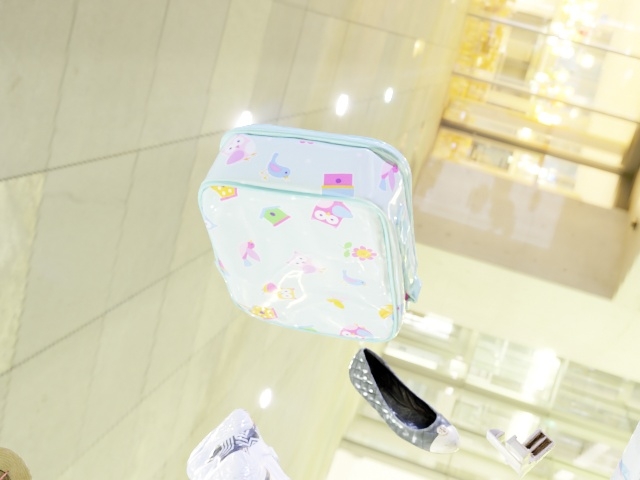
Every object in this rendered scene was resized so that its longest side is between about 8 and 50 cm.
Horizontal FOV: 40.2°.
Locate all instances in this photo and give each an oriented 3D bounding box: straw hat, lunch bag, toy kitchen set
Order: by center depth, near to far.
[{"bbox_3d":[0.000,0.000,0.967,0.279,0.224,0.108,78,22,-53],"label":"lunch bag"},{"bbox_3d":[0.294,0.287,1.279,0.075,0.068,0.083,-37,148,-15],"label":"toy kitchen set"},{"bbox_3d":[-0.606,0.455,1.623,0.061,0.144,0.144,-33,-145,66],"label":"straw hat"}]

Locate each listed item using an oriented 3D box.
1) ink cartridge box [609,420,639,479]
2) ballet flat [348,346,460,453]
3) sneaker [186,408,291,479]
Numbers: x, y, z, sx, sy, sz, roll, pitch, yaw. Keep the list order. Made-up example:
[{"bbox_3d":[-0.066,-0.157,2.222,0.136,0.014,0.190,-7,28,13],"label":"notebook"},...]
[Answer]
[{"bbox_3d":[0.399,0.285,0.982,0.072,0.127,0.175,-54,160,-59],"label":"ink cartridge box"},{"bbox_3d":[0.098,0.197,1.065,0.057,0.173,0.049,-30,144,-36],"label":"ballet flat"},{"bbox_3d":[-0.102,0.416,1.427,0.137,0.210,0.366,-43,-170,-2],"label":"sneaker"}]
